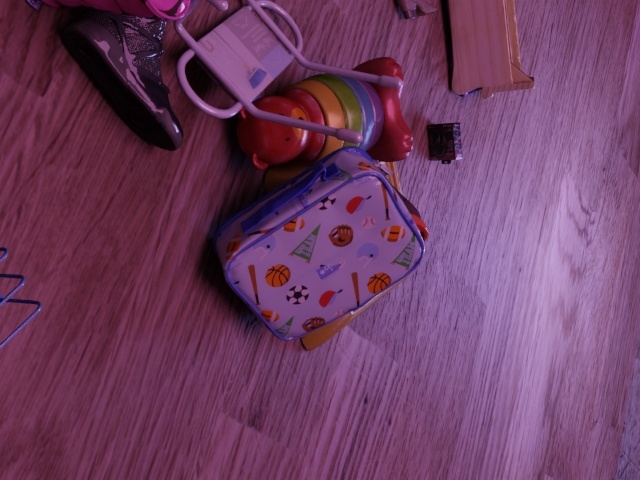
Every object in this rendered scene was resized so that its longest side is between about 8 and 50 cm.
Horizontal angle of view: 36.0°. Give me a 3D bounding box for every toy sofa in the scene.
[{"bbox_3d":[0.356,-0.491,2.105,0.150,0.177,0.363,-51,134,-72],"label":"toy sofa"}]

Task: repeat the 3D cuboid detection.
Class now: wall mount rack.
[{"bbox_3d":[-0.048,-0.269,1.459,0.304,0.130,0.350,46,38,-9],"label":"wall mount rack"}]

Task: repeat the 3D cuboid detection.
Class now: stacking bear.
[{"bbox_3d":[-0.010,-0.190,1.586,0.289,0.164,0.176,-17,101,-44],"label":"stacking bear"}]

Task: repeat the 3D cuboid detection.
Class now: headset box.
[{"bbox_3d":[0.256,-0.199,2.020,0.032,0.062,0.083,-15,104,-51],"label":"headset box"}]

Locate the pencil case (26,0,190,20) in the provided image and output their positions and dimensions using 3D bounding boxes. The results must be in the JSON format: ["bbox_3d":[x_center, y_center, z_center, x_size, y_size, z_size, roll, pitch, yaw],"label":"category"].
[{"bbox_3d":[-0.262,-0.319,1.202,0.098,0.209,0.095,39,66,-58],"label":"pencil case"}]

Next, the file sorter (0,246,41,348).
[{"bbox_3d":[-0.410,0.041,1.096,0.118,0.104,0.170,-50,129,-39],"label":"file sorter"}]

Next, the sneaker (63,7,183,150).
[{"bbox_3d":[-0.236,-0.234,1.338,0.130,0.087,0.227,-54,126,-29],"label":"sneaker"}]

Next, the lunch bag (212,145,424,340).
[{"bbox_3d":[0.000,0.000,1.513,0.303,0.115,0.243,-34,126,3],"label":"lunch bag"}]

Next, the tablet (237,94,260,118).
[{"bbox_3d":[-0.115,-0.235,1.568,0.054,0.006,0.083,-5,94,-53],"label":"tablet"}]

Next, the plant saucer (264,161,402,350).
[{"bbox_3d":[0.061,-0.017,1.748,0.333,0.081,0.333,-33,116,-48],"label":"plant saucer"}]

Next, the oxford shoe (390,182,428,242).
[{"bbox_3d":[0.068,-0.068,1.640,0.271,0.097,0.098,30,33,-42],"label":"oxford shoe"}]

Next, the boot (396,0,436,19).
[{"bbox_3d":[0.188,-0.486,1.942,0.118,0.042,0.087,-27,110,-50],"label":"boot"}]
